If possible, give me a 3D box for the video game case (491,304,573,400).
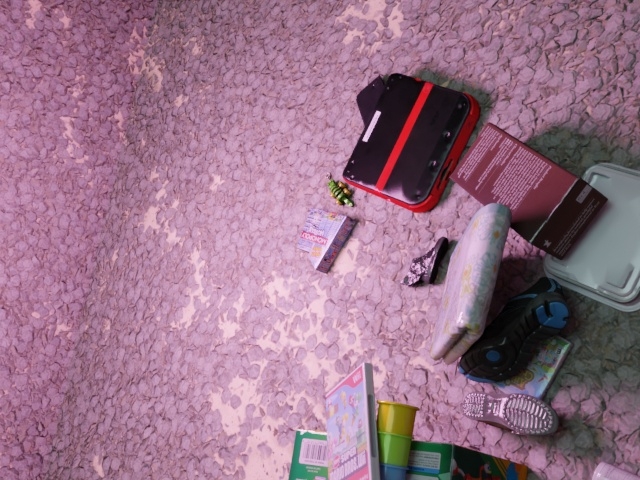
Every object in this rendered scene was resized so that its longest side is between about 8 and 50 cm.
[{"bbox_3d":[0.500,0.294,1.827,0.212,0.023,0.193,32,95,43],"label":"video game case"}]

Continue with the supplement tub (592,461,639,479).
[{"bbox_3d":[0.653,0.533,1.566,0.107,0.071,0.071,15,84,44],"label":"supplement tub"}]

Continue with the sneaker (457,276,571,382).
[{"bbox_3d":[0.480,0.229,1.796,0.341,0.125,0.140,-45,14,30],"label":"sneaker"}]

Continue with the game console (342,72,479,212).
[{"bbox_3d":[0.273,-0.303,2.212,0.342,0.060,0.387,27,91,38],"label":"game console"}]

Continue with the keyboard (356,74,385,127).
[{"bbox_3d":[0.225,-0.410,2.341,0.201,0.033,0.317,-36,54,31],"label":"keyboard"}]

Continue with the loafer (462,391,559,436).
[{"bbox_3d":[0.470,0.420,1.760,0.251,0.087,0.094,4,72,47],"label":"loafer"}]

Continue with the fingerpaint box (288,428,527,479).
[{"bbox_3d":[0.208,0.575,1.732,0.444,0.371,0.163,-7,66,39],"label":"fingerpaint box"}]

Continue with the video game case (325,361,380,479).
[{"bbox_3d":[0.066,0.437,1.580,0.204,0.025,0.285,128,149,-48],"label":"video game case"}]

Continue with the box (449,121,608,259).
[{"bbox_3d":[0.518,-0.136,1.846,0.191,0.143,0.381,-56,33,14],"label":"box"}]

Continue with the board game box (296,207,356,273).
[{"bbox_3d":[0.000,0.000,2.356,0.194,0.060,0.194,16,84,44],"label":"board game box"}]

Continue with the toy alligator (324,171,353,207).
[{"bbox_3d":[0.047,-0.174,2.388,0.056,0.051,0.190,-49,49,15],"label":"toy alligator"}]

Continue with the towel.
[{"bbox_3d":[0.368,0.120,1.788,0.090,0.374,0.321,15,67,4],"label":"towel"}]

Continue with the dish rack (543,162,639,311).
[{"bbox_3d":[0.702,-0.022,1.744,0.285,0.072,0.333,27,93,43],"label":"dish rack"}]

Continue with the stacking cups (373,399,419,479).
[{"bbox_3d":[0.132,0.498,1.508,0.096,0.096,0.316,0,70,41],"label":"stacking cups"}]

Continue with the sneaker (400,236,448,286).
[{"bbox_3d":[0.299,0.060,2.075,0.089,0.051,0.170,21,91,39],"label":"sneaker"}]
